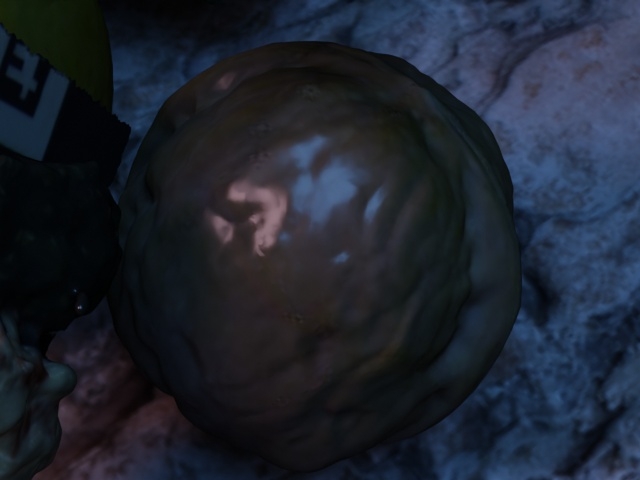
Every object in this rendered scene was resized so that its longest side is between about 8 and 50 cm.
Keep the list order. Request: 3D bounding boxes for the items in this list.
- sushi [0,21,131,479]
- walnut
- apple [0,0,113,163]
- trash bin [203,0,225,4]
[{"bbox_3d":[-0.172,0.078,0.776,0.100,0.296,0.373,15,81,22],"label":"sushi"},{"bbox_3d":[0.001,0.002,0.947,0.248,0.248,0.248,4,61,-7],"label":"walnut"},{"bbox_3d":[-0.264,-0.090,0.954,0.292,0.254,0.292,6,62,-11],"label":"apple"},{"bbox_3d":[-0.179,-0.328,1.062,0.432,0.280,0.280,14,60,-9],"label":"trash bin"}]
